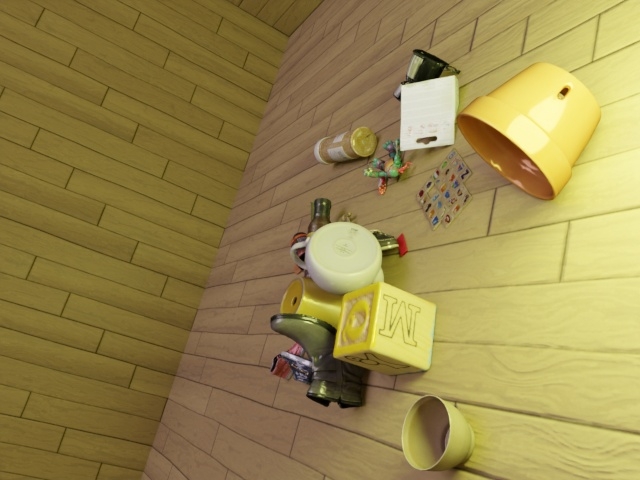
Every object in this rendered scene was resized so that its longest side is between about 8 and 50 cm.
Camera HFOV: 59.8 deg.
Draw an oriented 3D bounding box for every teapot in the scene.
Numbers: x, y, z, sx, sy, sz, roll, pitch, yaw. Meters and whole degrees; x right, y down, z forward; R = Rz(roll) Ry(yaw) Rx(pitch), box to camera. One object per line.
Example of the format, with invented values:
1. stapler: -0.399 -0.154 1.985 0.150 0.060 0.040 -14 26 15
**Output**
1. teapot: 0.063 0.078 1.736 0.187 0.252 0.256 95 154 -50

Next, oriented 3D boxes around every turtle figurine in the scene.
1. turtle figurine: 0.237 -0.271 1.960 0.175 0.118 0.234 -38 15 15

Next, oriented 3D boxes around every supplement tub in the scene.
1. supplement tub: -0.066 0.039 2.324 0.106 0.106 0.198 -58 26 19

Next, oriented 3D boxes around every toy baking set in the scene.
1. toy baking set: 0.089 -0.009 2.145 0.256 0.030 0.197 -47 36 49

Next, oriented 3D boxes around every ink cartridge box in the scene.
1. ink cartridge box: 0.357 -0.412 1.832 0.189 0.066 0.232 -3 84 30

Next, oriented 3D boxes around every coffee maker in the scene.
1. coffee maker: 0.357 -0.544 1.925 0.171 0.120 0.178 47 129 34

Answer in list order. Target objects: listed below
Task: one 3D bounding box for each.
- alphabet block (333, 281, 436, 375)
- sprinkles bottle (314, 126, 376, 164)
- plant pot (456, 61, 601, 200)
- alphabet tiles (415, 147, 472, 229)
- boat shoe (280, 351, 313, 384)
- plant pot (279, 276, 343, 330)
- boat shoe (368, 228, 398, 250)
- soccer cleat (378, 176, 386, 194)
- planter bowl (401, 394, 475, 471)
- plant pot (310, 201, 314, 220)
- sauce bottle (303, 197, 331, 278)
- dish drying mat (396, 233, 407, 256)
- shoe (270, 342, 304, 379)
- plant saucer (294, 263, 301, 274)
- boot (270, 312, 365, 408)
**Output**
1. alphabet block: 0.176 0.248 1.527 0.192 0.197 0.193 -30 43 53
2. sprinkles bottle: 0.099 -0.394 2.347 0.355 0.121 0.121 4 73 64
3. plant pot: 0.488 -0.262 1.273 0.203 0.291 0.291 -47 26 3
4. alphabet tiles: 0.381 -0.148 1.684 0.198 0.009 0.237 -54 28 27
5. boat shoe: -0.089 0.459 2.010 0.183 0.065 0.083 9 78 48
6. plant pot: 0.004 0.236 1.844 0.254 0.239 0.254 -44 33 40
7. boat shoe: 0.140 -0.001 1.894 0.335 0.112 0.096 -11 89 61
8. soccer cleat: 0.225 -0.204 2.036 0.035 0.029 0.083 100 174 -73
9. planter bowl: 0.276 0.443 1.254 0.162 0.109 0.162 -46 30 38
10. plant pot: -0.010 -0.120 2.395 0.083 0.083 0.079 10 89 65
11. sauce bottle: 0.000 0.000 2.166 0.111 0.111 0.344 -29 49 54
12. dish drying mat: 0.262 0.015 1.786 0.032 0.008 0.083 -51 28 32
13. shoe: -0.124 0.442 2.114 0.178 0.081 0.063 -64 24 7
14. plant saucer: -0.093 0.107 2.430 0.083 0.013 0.083 -45 32 39
15. boot: -0.010 0.359 1.647 0.118 0.338 0.223 125 162 -64
